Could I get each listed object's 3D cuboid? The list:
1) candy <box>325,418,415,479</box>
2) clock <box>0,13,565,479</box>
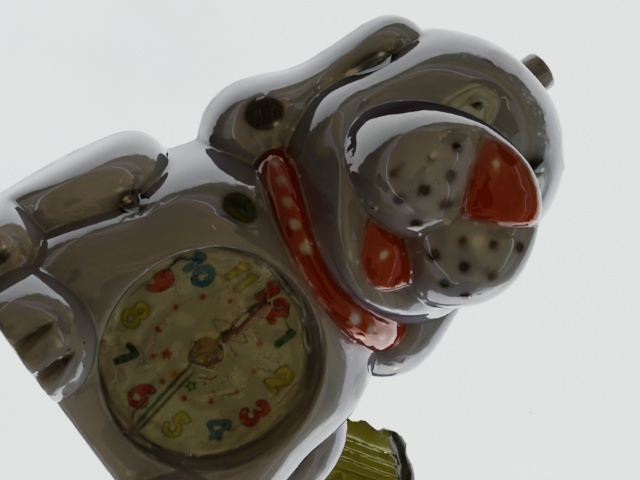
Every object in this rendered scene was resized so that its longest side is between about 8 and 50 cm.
[{"bbox_3d":[0.004,0.194,0.851,0.187,0.297,0.081,13,-139,38],"label":"candy"},{"bbox_3d":[-0.002,0.002,0.633,0.254,0.189,0.189,-33,-100,-3],"label":"clock"}]
